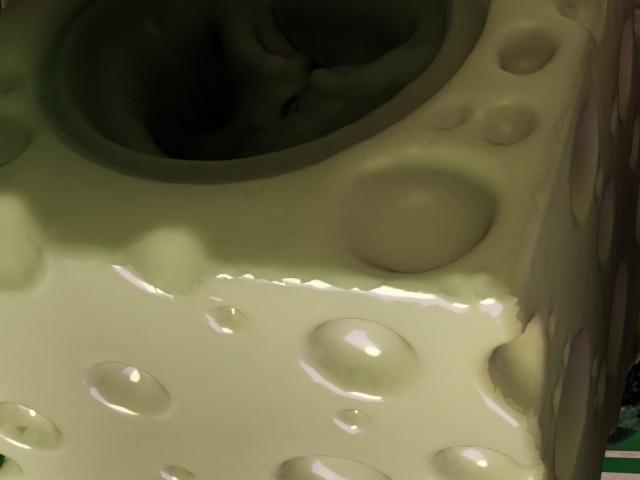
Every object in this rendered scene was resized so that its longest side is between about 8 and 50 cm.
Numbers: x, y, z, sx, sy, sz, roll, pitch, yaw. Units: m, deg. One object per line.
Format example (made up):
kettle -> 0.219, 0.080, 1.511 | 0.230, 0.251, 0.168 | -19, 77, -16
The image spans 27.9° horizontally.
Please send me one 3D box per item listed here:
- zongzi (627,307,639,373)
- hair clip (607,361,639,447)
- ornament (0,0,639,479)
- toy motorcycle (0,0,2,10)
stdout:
zongzi -> 0.115, 0.090, 0.799 | 0.125, 0.251, 0.274 | 36, 157, 19
hair clip -> 0.161, 0.081, 0.974 | 0.206, 0.194, 0.310 | 3, 163, 5
ornament -> 0.000, 0.000, 0.540 | 0.240, 0.239, 0.239 | 5, 138, 20
toy motorcycle -> -0.178, -0.059, 0.721 | 0.232, 0.172, 0.416 | 4, 168, 21
